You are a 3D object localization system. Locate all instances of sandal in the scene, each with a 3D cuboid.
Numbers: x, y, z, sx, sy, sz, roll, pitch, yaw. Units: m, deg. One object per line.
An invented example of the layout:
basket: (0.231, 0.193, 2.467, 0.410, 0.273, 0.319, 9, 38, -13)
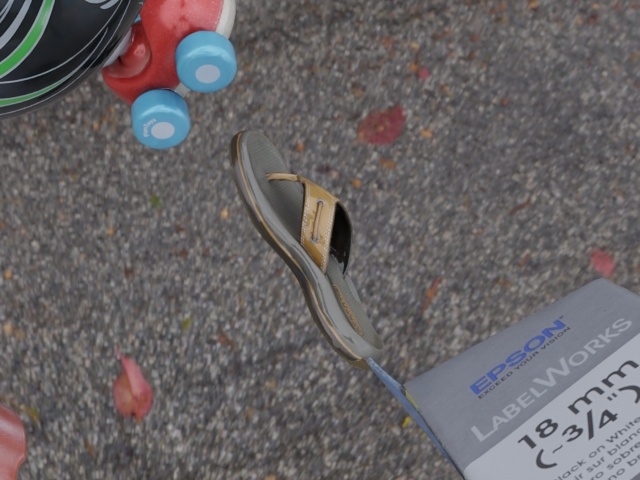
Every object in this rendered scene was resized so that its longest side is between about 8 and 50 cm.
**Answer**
sandal: (0.000, 0.000, 0.852, 0.060, 0.090, 0.219, -34, 74, 19)

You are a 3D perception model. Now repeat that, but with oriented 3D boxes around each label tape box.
label tape box: (0.158, 0.141, 0.411, 0.106, 0.333, 0.240, -39, 103, -1)

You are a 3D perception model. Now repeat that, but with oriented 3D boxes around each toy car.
toy car: (-0.248, -0.271, 1.293, 0.238, 0.210, 0.219, 19, 42, -34)

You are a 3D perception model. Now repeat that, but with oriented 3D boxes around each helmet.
helmet: (-0.171, -0.135, 0.494, 0.161, 0.169, 0.169, -39, 73, 9)

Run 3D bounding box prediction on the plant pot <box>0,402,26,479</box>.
plant pot: (-0.487, 0.231, 1.142, 0.265, 0.272, 0.272, 34, 53, -37)
